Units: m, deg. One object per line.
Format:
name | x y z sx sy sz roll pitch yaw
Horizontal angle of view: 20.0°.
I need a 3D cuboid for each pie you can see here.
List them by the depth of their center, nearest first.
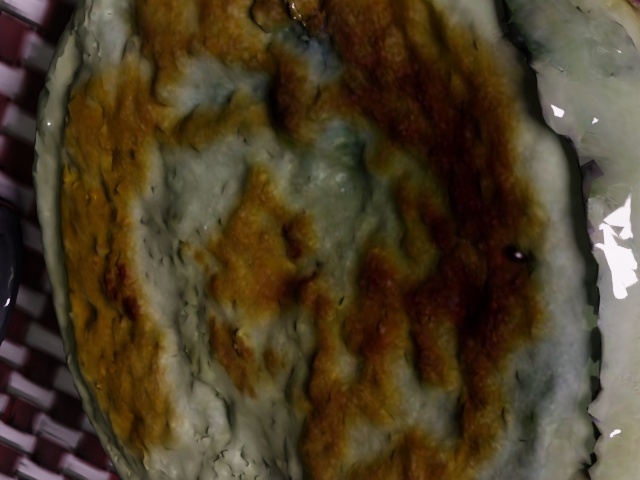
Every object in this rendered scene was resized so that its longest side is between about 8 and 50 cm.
pie | 0.000 0.000 0.479 0.240 0.054 0.241 12 106 47

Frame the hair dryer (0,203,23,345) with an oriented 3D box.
hair dryer | -0.156 -0.065 0.545 0.128 0.070 0.255 16 130 8
